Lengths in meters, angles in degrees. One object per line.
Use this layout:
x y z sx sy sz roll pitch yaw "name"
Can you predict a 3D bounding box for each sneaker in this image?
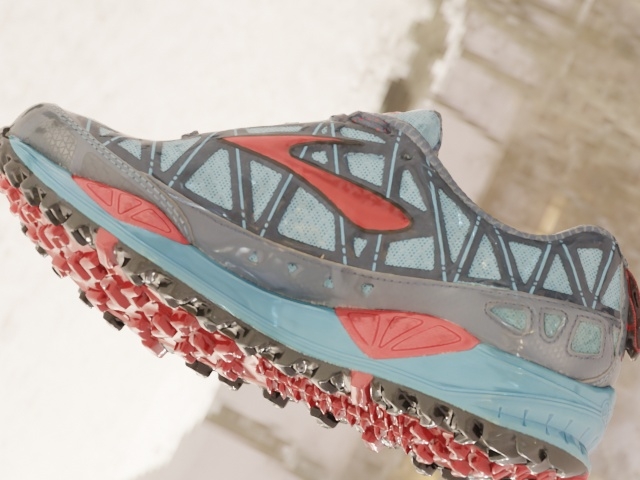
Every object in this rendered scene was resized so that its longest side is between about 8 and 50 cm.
0.000 0.000 0.732 0.125 0.261 0.104 -62 172 -22 "sneaker"
